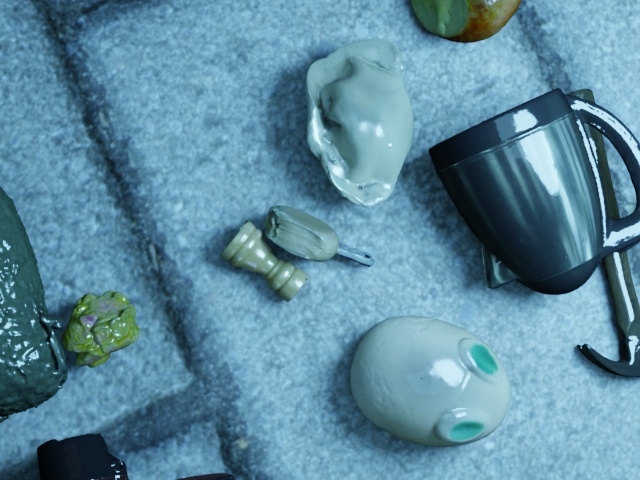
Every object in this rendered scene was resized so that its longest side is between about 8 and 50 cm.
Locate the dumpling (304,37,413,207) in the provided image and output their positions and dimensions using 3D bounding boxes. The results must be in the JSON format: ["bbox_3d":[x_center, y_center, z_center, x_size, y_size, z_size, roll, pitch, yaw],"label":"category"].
[{"bbox_3d":[0.055,-0.170,1.271,0.162,0.132,0.250,3,81,-8],"label":"dumpling"}]

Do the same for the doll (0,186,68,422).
[{"bbox_3d":[-0.474,0.075,1.152,0.247,0.247,0.350,-30,95,-8],"label":"doll"}]

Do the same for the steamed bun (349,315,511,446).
[{"bbox_3d":[0.156,0.197,1.227,0.228,0.131,0.177,21,80,1],"label":"steamed bun"}]

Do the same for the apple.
[{"bbox_3d":[0.220,-0.390,1.297,0.160,0.173,0.195,-22,88,-5],"label":"apple"}]

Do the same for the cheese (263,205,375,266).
[{"bbox_3d":[-0.001,0.002,1.261,0.171,0.092,0.048,27,107,-2],"label":"cheese"}]

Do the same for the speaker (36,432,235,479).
[{"bbox_3d":[-0.245,0.412,1.142,0.259,0.198,0.330,-11,74,7],"label":"speaker"}]

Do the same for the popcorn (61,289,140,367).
[{"bbox_3d":[-0.301,0.124,1.219,0.096,0.109,0.089,3,120,26],"label":"popcorn"}]

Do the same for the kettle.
[{"bbox_3d":[0.314,-0.058,1.257,0.250,0.207,0.271,-24,91,-31],"label":"kettle"}]

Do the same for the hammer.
[{"bbox_3d":[0.435,-0.013,1.326,0.168,0.044,0.440,-9,82,-8],"label":"hammer"}]

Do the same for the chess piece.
[{"bbox_3d":[-0.077,0.032,1.267,0.122,0.066,0.066,37,80,-3],"label":"chess piece"}]
